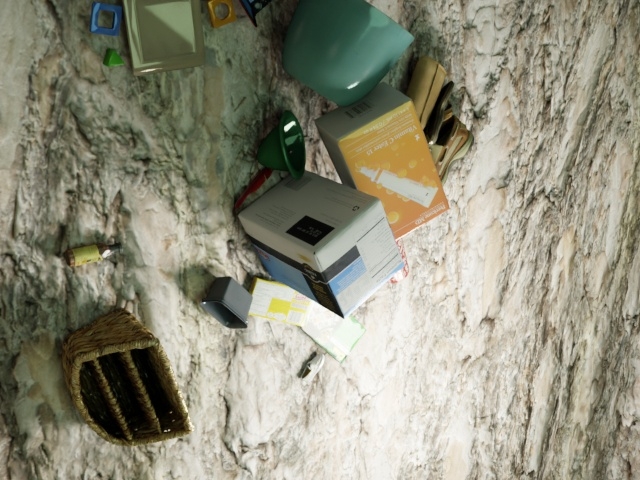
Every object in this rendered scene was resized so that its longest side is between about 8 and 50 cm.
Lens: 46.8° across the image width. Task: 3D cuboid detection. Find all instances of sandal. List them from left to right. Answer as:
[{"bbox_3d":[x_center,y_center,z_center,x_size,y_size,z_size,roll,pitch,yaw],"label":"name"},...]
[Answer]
[{"bbox_3d":[0.355,-0.366,2.175,0.060,0.090,0.219,24,68,-18],"label":"sandal"}]

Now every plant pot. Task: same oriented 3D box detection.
[{"bbox_3d":[0.043,-0.471,1.808,0.293,0.293,0.235,21,107,-41],"label":"plant pot"}]

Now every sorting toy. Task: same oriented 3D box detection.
[{"bbox_3d":[-0.349,-0.476,1.648,0.347,0.047,0.196,-18,121,-31],"label":"sorting toy"}]

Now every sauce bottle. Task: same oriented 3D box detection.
[{"bbox_3d":[-0.521,0.029,1.706,0.128,0.042,0.042,-13,114,-32],"label":"sauce bottle"}]

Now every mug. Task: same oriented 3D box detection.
[{"bbox_3d":[0.219,0.028,2.236,0.150,0.113,0.169,-36,129,-20],"label":"mug"}]

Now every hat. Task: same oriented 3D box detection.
[{"bbox_3d":[-0.151,-0.223,1.910,0.209,0.183,0.173,-81,155,-43],"label":"hat"}]

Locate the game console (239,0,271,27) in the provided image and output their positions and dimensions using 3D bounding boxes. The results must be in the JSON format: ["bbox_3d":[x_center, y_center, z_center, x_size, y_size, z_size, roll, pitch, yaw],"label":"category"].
[{"bbox_3d":[-0.161,-0.591,1.721,0.124,0.085,0.144,-45,129,-15],"label":"game console"}]

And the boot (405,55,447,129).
[{"bbox_3d":[0.250,-0.395,2.085,0.236,0.089,0.270,27,82,-60],"label":"boot"}]

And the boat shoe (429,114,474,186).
[{"bbox_3d":[0.332,-0.247,2.223,0.324,0.122,0.120,-51,125,-21],"label":"boat shoe"}]

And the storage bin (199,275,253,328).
[{"bbox_3d":[-0.243,0.160,1.948,0.135,0.098,0.091,49,48,-38],"label":"storage bin"}]

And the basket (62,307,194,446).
[{"bbox_3d":[-0.469,0.351,1.750,0.213,0.223,0.299,-28,123,-27],"label":"basket"}]

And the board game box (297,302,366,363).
[{"bbox_3d":[0.029,0.256,2.227,0.136,0.030,0.260,-53,130,-12],"label":"board game box"}]

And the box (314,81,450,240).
[{"bbox_3d":[0.163,-0.194,1.913,0.215,0.168,0.345,-30,123,-5],"label":"box"}]

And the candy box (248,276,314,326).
[{"bbox_3d":[-0.112,0.173,2.070,0.205,0.027,0.105,17,93,-32],"label":"candy box"}]

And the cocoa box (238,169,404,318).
[{"bbox_3d":[0.000,0.000,1.897,0.231,0.347,0.228,-40,127,-20],"label":"cocoa box"}]

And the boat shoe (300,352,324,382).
[{"bbox_3d":[-0.026,0.380,2.228,0.035,0.035,0.100,34,91,-43],"label":"boat shoe"}]
